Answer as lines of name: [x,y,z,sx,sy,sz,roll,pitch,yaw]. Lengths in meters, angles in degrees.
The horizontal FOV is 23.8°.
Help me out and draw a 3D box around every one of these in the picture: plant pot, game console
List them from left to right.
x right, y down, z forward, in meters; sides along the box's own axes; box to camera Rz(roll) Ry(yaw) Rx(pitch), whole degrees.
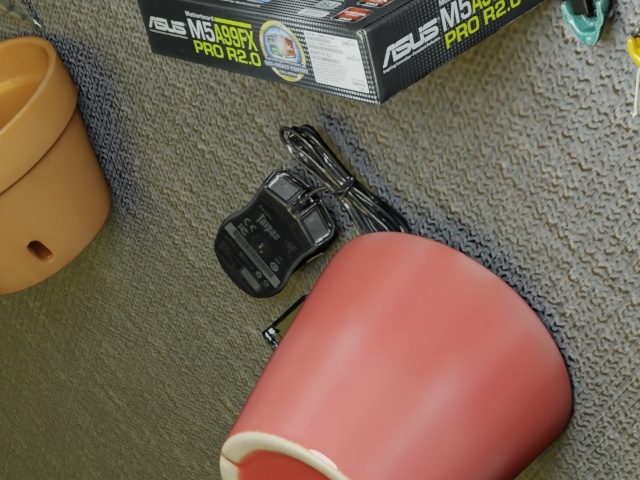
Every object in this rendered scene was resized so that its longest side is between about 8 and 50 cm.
plant pot: [-0.382,-0.074,1.796,0.291,0.291,0.203,10,143,49]
game console: [-0.001,0.131,1.685,0.122,0.071,0.107,52,177,9]
plant pot: [0.055,0.169,1.386,0.275,0.243,0.275,26,141,23]

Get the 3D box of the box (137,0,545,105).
box: [0.019,-0.197,1.184,0.270,0.216,0.060,19,134,45]

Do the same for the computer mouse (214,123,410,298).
computer mouse: [0.000,0.000,1.536,0.184,0.060,0.262,46,142,7]

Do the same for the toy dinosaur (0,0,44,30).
toy dinosaur: [-0.417,-0.362,1.768,0.118,0.064,0.268,7,127,42]

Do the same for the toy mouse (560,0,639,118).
toy mouse: [0.217,-0.190,1.098,0.143,0.031,0.161,46,146,16]
